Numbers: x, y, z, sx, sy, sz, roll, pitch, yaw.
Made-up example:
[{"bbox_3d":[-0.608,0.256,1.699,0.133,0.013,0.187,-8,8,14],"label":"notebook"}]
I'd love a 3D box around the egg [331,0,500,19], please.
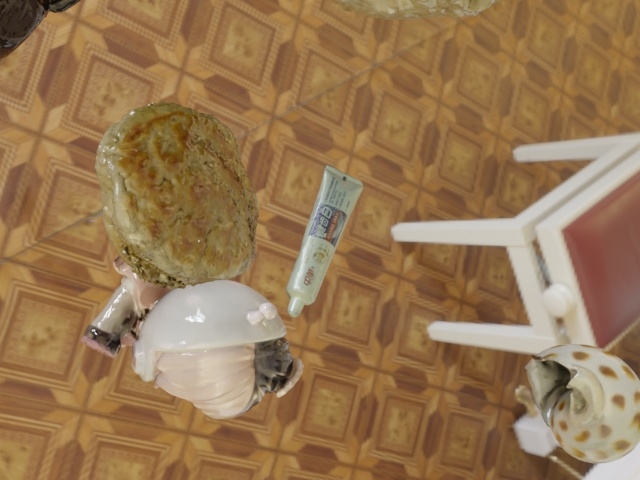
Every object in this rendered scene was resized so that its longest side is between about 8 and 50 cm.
[{"bbox_3d":[0.086,-0.330,0.780,0.279,0.310,0.279,-8,108,-26],"label":"egg"}]

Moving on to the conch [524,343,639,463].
[{"bbox_3d":[0.439,0.266,1.385,0.148,0.183,0.275,-25,136,-14],"label":"conch"}]

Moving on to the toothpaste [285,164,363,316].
[{"bbox_3d":[0.000,0.000,1.117,0.060,0.038,0.233,22,58,-2],"label":"toothpaste"}]

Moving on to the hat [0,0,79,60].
[{"bbox_3d":[-0.457,-0.416,1.222,0.238,0.208,0.336,25,62,-73],"label":"hat"}]

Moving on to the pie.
[{"bbox_3d":[-0.122,-0.038,0.749,0.193,0.079,0.163,8,78,-59],"label":"pie"}]

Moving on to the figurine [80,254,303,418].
[{"bbox_3d":[-0.219,0.152,1.420,0.253,0.361,0.211,-24,124,-38],"label":"figurine"}]
